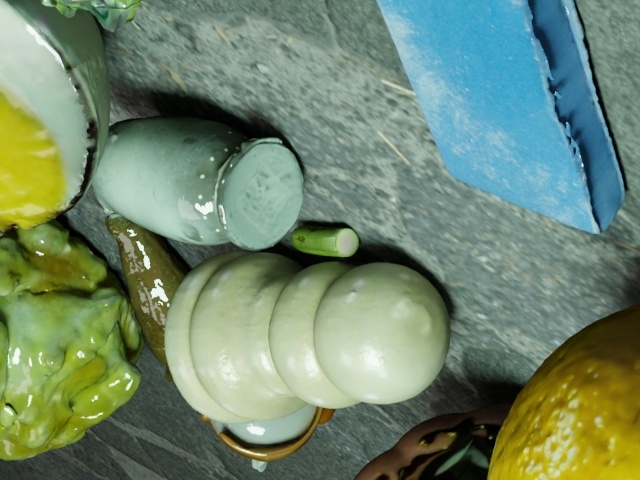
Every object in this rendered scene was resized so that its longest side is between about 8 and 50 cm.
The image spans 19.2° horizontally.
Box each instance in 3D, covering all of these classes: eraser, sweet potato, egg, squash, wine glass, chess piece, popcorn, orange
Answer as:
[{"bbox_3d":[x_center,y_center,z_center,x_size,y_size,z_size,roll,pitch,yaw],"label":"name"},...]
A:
[{"bbox_3d":[0.106,-0.135,1.242,0.144,0.042,0.312,24,153,38],"label":"eraser"},{"bbox_3d":[-0.164,0.084,2.059,0.112,0.085,0.286,25,154,45],"label":"sweet potato"},{"bbox_3d":[-0.313,-0.170,1.651,0.337,0.201,0.337,11,137,11],"label":"egg"},{"bbox_3d":[0.000,0.000,1.702,0.027,0.027,0.083,51,156,-25],"label":"squash"},{"bbox_3d":[-0.113,-0.053,1.670,0.204,0.111,0.111,11,145,45],"label":"wine glass"},{"bbox_3d":[-0.004,0.088,1.717,0.167,0.167,0.299,49,153,-22],"label":"chess piece"},{"bbox_3d":[-0.353,0.121,2.205,0.274,0.279,0.335,7,132,24],"label":"popcorn"},{"bbox_3d":[0.271,0.206,1.292,0.340,0.293,0.340,32,157,15],"label":"orange"}]

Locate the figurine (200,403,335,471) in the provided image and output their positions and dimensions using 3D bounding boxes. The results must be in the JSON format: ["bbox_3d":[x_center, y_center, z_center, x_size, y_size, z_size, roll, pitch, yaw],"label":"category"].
[{"bbox_3d":[-0.066,0.171,2.002,0.143,0.143,0.271,43,157,-6],"label":"figurine"}]

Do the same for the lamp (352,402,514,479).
[{"bbox_3d":[0.154,0.294,1.653,0.305,0.305,0.239,19,149,42],"label":"lamp"}]

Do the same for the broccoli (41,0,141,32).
[{"bbox_3d":[-0.223,-0.292,1.187,0.375,0.302,0.249,57,-168,-46],"label":"broccoli"}]
